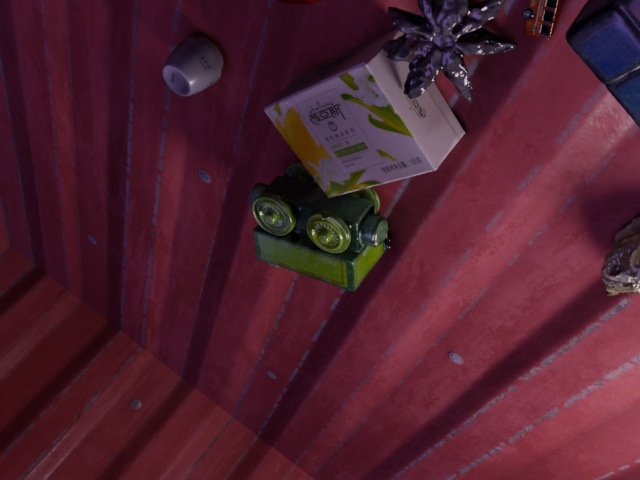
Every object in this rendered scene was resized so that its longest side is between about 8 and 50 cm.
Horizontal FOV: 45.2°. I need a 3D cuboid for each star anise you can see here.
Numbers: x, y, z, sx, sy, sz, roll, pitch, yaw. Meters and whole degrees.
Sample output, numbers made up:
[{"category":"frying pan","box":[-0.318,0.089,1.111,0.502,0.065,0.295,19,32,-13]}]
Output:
[{"category":"star anise","box":[0.168,-0.268,1.016,0.180,0.061,0.204,36,124,-15]}]

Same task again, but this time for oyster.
[{"category":"oyster","box":[0.474,0.020,1.077,0.209,0.072,0.133,-12,124,49]}]

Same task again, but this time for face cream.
[{"category":"face cream","box":[-0.226,-0.308,1.365,0.091,0.095,0.091,26,145,20]}]

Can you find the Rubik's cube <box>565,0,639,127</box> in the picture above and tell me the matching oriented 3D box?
[{"category":"Rubik's cube","box":[0.438,-0.205,0.638,0.292,0.293,0.287,47,147,-8]}]

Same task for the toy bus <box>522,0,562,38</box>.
[{"category":"toy bus","box":[0.274,-0.298,0.931,0.043,0.031,0.110,23,146,20]}]

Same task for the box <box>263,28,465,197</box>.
[{"category":"box","box":[0.063,-0.189,1.205,0.260,0.111,0.194,-10,123,53]}]

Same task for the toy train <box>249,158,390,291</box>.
[{"category":"toy train","box":[-0.005,-0.027,1.416,0.271,0.159,0.188,18,134,25]}]

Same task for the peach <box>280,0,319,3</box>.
[{"category":"peach","box":[-0.036,-0.402,0.988,0.197,0.197,0.197,26,145,20]}]
